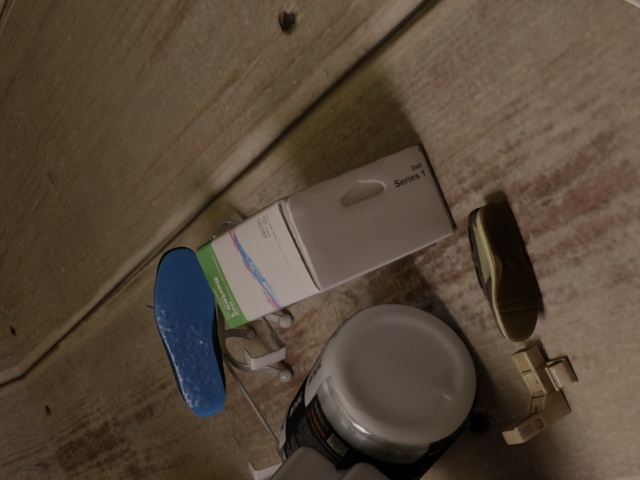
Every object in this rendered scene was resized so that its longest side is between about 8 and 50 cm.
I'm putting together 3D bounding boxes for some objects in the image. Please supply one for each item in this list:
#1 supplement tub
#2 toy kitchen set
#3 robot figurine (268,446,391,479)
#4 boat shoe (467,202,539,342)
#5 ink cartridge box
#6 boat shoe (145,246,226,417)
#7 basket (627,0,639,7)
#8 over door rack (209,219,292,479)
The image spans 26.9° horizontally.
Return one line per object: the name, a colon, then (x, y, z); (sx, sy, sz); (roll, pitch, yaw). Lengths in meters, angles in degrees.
supplement tub: (0.060, 0.228, 1.681); (0.193, 0.193, 0.316); (58, 151, 19)
toy kitchen set: (0.229, 0.165, 1.449); (0.083, 0.075, 0.068); (63, 152, 1)
robot figurine: (0.072, 0.390, 1.500); (0.353, 0.200, 0.300); (39, 140, 8)
boat shoe: (0.195, 0.034, 1.446); (0.049, 0.056, 0.152); (174, 85, -67)
ink cartridge box: (0.000, 0.000, 1.607); (0.278, 0.201, 0.117); (-26, 87, 63)
boat shoe: (-0.203, 0.134, 1.996); (0.089, 0.109, 0.258); (-134, 39, -77)
basket: (0.279, -0.265, 1.004); (0.113, 0.103, 0.167); (41, 143, 42)
over door rack: (-0.084, 0.152, 1.950); (0.324, 0.108, 0.239); (-112, 17, -52)
